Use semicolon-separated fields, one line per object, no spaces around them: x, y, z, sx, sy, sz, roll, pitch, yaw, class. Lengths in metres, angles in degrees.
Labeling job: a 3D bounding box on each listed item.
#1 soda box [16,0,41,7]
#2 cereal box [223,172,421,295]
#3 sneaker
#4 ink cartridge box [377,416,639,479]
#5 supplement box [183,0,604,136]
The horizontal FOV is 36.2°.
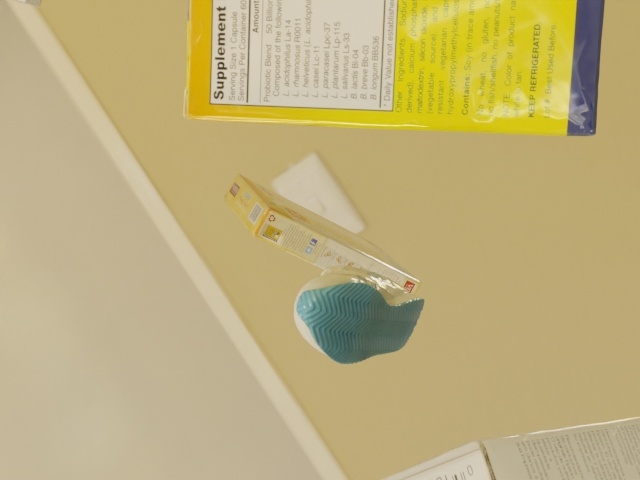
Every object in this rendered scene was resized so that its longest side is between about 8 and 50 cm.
-0.429;-0.342;1.143;0.069;0.216;0.074;-95;23;-82;soda box
0.000;0.000;1.291;0.047;0.240;0.173;-60;24;7;cereal box
0.024;0.071;1.019;0.229;0.092;0.087;16;-80;-63;sneaker
0.118;0.217;0.757;0.330;0.071;0.324;5;-30;-41;ink cartridge box
0.066;-0.202;0.909;0.357;0.194;0.195;3;8;4;supplement box
